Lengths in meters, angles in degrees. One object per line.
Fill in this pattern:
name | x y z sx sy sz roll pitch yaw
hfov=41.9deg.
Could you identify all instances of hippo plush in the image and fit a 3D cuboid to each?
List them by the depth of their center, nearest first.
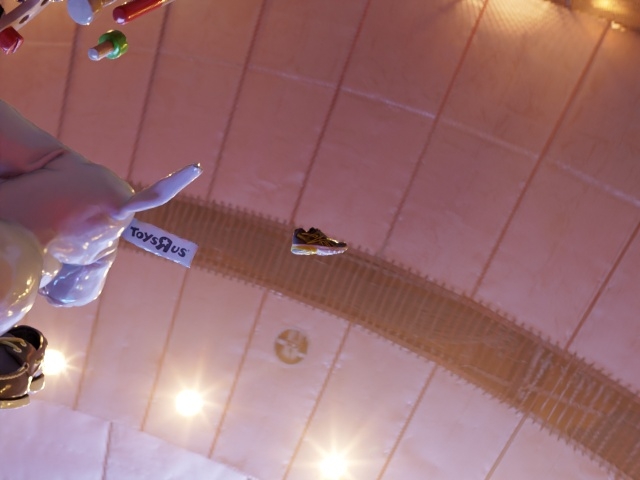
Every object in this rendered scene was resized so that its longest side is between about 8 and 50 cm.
hippo plush | -0.305 0.025 0.815 0.294 0.236 0.234 21 -49 12

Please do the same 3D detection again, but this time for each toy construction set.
toy construction set | -0.341 -0.389 1.179 0.309 0.237 0.257 28 -54 8

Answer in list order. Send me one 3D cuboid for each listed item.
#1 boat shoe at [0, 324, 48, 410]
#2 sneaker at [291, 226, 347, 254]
boat shoe | -0.325 0.126 0.844 0.081 0.228 0.068 6 -93 -10
sneaker | 0.000 0.000 1.086 0.031 0.083 0.035 -13 -102 54
